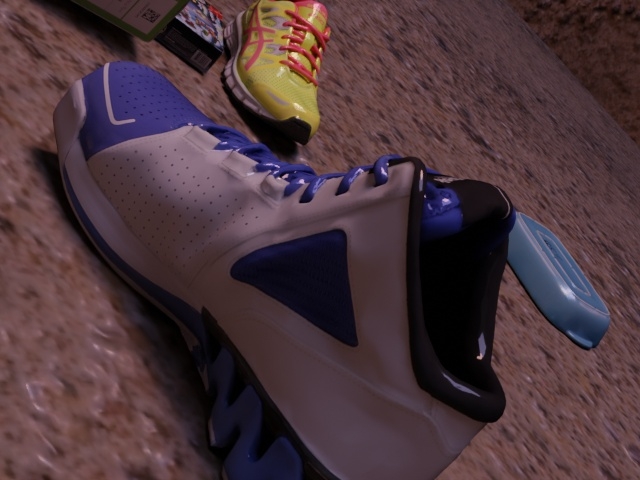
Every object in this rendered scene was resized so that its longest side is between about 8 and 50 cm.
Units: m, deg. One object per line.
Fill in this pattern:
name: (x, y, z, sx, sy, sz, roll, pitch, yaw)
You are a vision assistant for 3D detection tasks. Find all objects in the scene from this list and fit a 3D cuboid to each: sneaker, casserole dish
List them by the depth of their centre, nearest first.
sneaker: (0.001, 0.001, 0.598, 0.127, 0.182, 0.315, 15, 36, -56)
sneaker: (-0.030, -0.165, 0.983, 0.081, 0.094, 0.208, 32, 25, -34)
casserole dish: (0.247, 0.035, 1.206, 0.114, 0.037, 0.188, 26, 26, -41)

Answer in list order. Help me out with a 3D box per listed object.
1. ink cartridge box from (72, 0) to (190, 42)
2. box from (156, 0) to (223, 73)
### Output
ink cartridge box: (-0.192, -0.243, 0.820, 0.209, 0.062, 0.109, 26, 44, -32)
box: (-0.142, -0.205, 0.942, 0.137, 0.027, 0.094, 35, 22, -24)
